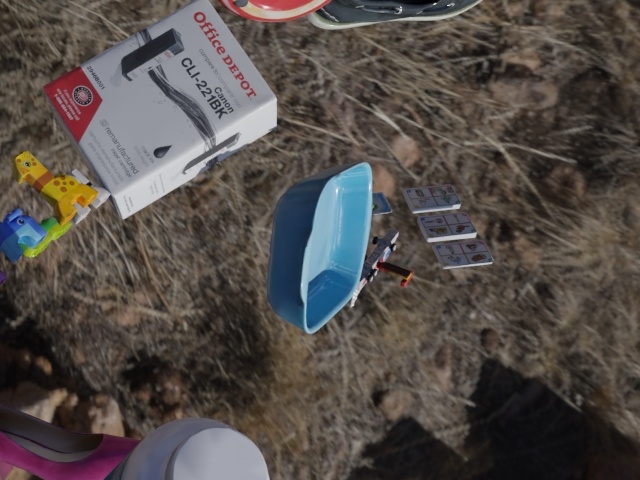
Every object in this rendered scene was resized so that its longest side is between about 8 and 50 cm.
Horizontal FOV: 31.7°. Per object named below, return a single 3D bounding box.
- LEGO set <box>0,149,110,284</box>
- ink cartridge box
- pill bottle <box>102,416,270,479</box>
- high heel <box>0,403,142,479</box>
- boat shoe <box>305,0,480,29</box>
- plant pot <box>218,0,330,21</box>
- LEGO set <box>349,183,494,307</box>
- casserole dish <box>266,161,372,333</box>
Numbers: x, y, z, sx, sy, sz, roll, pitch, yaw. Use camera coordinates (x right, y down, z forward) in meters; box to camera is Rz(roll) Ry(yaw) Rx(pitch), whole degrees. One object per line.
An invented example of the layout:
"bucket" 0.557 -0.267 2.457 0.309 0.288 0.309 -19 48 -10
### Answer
"LEGO set" -0.336 -0.040 1.286 0.093 0.087 0.227 45 47 -1
"ink cartridge box" -0.223 -0.191 1.613 0.273 0.114 0.197 -32 79 -12
"pill bottle" -0.138 0.262 1.113 0.146 0.264 0.146 10 63 -21
"high heel" -0.329 0.236 1.383 0.244 0.082 0.117 -3 110 13
"boat shoe" 0.138 -0.357 1.470 0.340 0.113 0.127 -14 92 -26
"plant pot" -0.054 -0.350 1.250 0.191 0.174 0.191 -12 150 -7
"LEGO set" 0.100 0.002 1.608 0.244 0.182 0.060 -7 132 -14
"casserole dish" 0.000 0.000 0.844 0.037 0.188 0.114 9 103 14
